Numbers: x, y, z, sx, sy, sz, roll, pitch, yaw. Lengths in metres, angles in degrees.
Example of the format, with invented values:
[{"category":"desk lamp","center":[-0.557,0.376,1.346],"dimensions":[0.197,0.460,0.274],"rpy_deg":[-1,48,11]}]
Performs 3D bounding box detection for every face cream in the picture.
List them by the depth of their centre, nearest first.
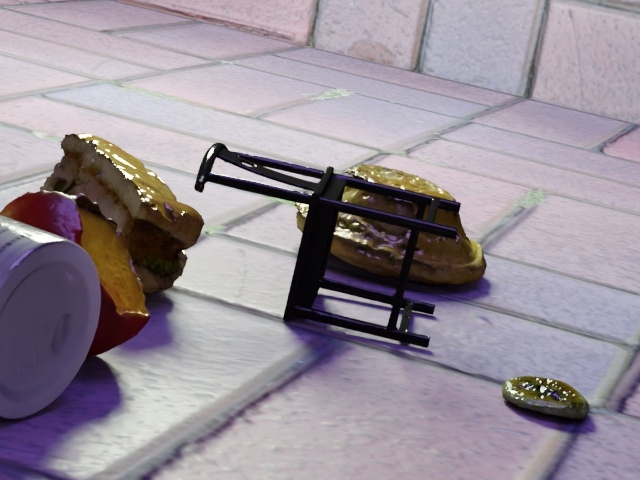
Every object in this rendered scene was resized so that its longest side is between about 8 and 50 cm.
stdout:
[{"category":"face cream","center":[-0.362,0.018,1.300],"dimensions":[0.370,0.145,0.145],"rpy_deg":[17,15,28]}]

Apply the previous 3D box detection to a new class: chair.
[{"category":"chair","center":[0.000,0.000,1.648],"dimensions":[0.260,0.141,0.154],"rpy_deg":[14,13,3]}]

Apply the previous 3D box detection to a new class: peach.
[{"category":"peach","center":[-0.219,0.040,1.370],"dimensions":[0.151,0.151,0.118],"rpy_deg":[11,46,1]}]

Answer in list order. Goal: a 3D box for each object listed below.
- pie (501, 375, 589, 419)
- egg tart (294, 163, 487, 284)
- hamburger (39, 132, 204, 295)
[{"category":"pie","center":[0.206,0.142,1.491],"dimensions":[0.084,0.021,0.084],"rpy_deg":[10,13,-2]},{"category":"egg tart","center":[0.086,-0.021,1.891],"dimensions":[0.241,0.105,0.241],"rpy_deg":[15,13,-4]},{"category":"hamburger","center":[-0.202,-0.016,1.637],"dimensions":[0.131,0.124,0.262],"rpy_deg":[24,10,-32]}]
